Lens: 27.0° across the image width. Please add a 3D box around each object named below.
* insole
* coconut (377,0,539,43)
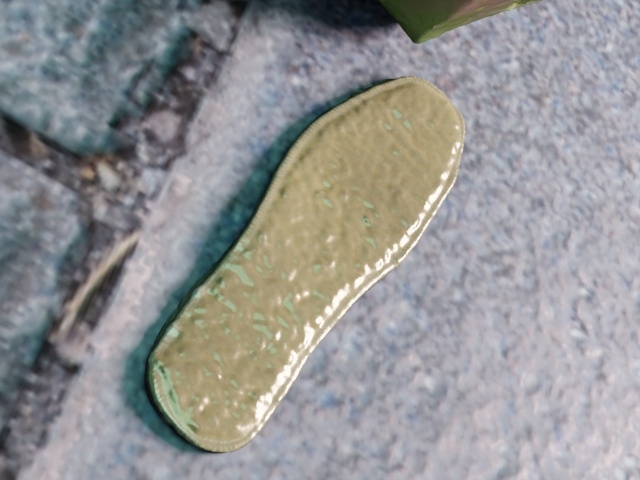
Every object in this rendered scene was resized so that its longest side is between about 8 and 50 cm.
[{"bbox_3d":[0.000,0.000,0.642,0.081,0.011,0.248,44,55,-10],"label":"insole"},{"bbox_3d":[0.078,-0.207,0.659,0.204,0.236,0.236,17,60,2],"label":"coconut"}]
